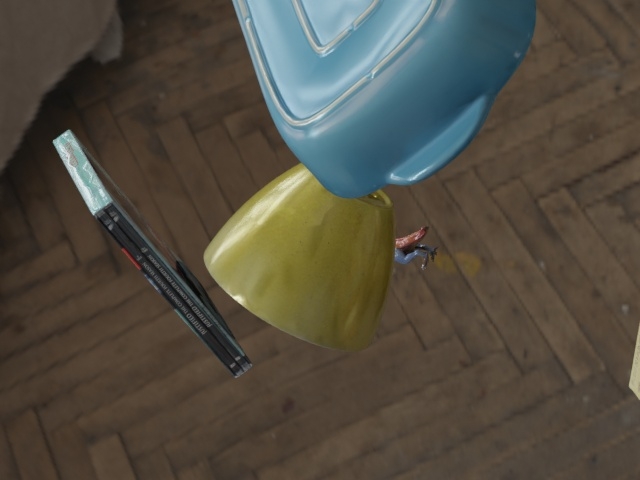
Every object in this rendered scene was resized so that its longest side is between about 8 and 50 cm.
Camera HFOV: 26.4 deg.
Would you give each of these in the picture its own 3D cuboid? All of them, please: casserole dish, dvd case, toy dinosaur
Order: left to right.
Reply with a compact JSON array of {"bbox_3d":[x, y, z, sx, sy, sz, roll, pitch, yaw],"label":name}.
[{"bbox_3d":[-0.081,0.006,0.660,0.013,0.119,0.087,-37,34,-2],"label":"dvd case"},{"bbox_3d":[0.011,-0.103,0.514,0.114,0.037,0.188,-39,47,27],"label":"casserole dish"},{"bbox_3d":[0.070,0.005,1.316,0.082,0.090,0.047,14,38,21],"label":"toy dinosaur"}]

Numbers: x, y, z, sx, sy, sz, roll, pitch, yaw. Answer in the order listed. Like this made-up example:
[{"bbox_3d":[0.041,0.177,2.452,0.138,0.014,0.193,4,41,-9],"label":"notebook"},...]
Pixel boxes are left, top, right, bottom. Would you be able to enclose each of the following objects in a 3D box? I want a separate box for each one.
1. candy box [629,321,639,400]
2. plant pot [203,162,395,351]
[{"bbox_3d":[0.385,0.046,1.278,0.087,0.316,0.183,-3,26,-14],"label":"candy box"},{"bbox_3d":[0.000,0.000,0.948,0.134,0.134,0.095,39,109,30],"label":"plant pot"}]
